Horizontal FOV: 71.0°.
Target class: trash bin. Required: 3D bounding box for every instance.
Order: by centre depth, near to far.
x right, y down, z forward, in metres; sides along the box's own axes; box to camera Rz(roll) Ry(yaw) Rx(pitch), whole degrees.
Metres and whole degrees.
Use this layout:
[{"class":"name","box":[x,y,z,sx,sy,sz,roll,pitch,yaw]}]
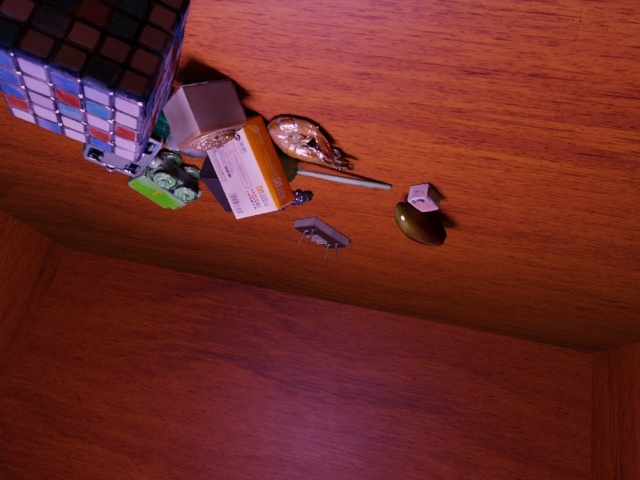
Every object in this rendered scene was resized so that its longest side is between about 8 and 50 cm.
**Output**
[{"class":"trash bin","box":[-0.311,-0.199,1.617,0.165,0.115,0.225,5,157,19]}]

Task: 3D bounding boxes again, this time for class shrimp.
[{"class":"shrimp","box":[-0.017,-0.279,1.299,0.287,0.063,0.152,19,148,-13]}]

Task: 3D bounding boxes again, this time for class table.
[{"class":"table","box":[0.000,0.000,1.965,0.121,0.111,0.240,-5,154,43]}]

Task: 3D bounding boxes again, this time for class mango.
[{"class":"mango","box":[0.340,-0.058,1.559,0.111,0.133,0.267,-28,140,37]}]

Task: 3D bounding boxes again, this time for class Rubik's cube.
[{"class":"Rubik's cube","box":[-0.470,-0.384,0.945,0.287,0.292,0.293,20,157,-18]}]

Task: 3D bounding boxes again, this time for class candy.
[{"class":"candy","box":[0.015,-0.207,1.438,0.440,0.119,0.119,8,161,-8]}]

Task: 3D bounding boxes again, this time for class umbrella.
[{"class":"umbrella","box":[-0.130,-0.151,1.707,0.224,0.071,0.080,-5,-167,28]}]

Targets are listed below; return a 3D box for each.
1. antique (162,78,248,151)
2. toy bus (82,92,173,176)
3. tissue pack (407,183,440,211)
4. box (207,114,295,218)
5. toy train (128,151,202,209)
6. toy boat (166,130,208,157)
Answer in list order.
[{"class":"antique","box":[-0.294,-0.317,1.160,0.152,0.148,0.146,-25,-174,-38]},{"class":"toy bus","box":[-0.541,-0.328,1.276,0.183,0.199,0.343,22,159,-31]},{"class":"tissue pack","box":[0.336,-0.136,1.451,0.074,0.059,0.094,-7,153,40]},{"class":"box","box":[-0.216,-0.211,1.338,0.220,0.091,0.274,-5,112,45]},{"class":"toy train","box":[-0.559,-0.216,1.637,0.188,0.132,0.243,-18,146,25]},{"class":"toy boat","box":[-0.401,-0.294,1.370,0.085,0.078,0.260,18,-172,4]}]
